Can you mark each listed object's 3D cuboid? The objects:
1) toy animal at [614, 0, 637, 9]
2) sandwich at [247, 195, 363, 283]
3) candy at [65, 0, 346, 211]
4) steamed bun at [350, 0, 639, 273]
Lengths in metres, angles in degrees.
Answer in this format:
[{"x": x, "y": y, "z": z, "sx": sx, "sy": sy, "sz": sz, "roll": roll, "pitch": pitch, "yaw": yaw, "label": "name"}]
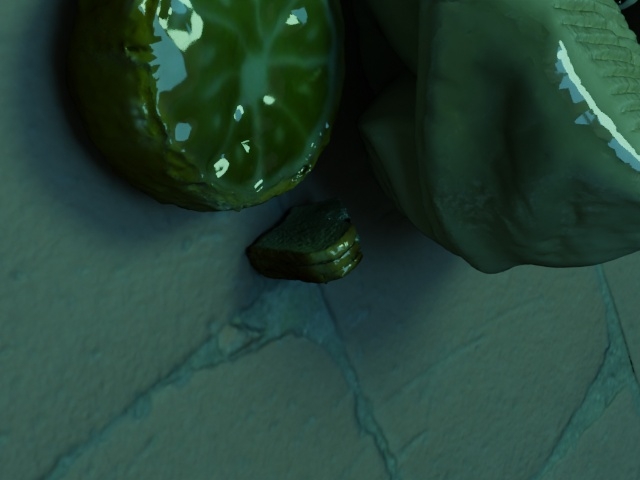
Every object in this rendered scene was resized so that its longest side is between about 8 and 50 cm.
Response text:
[{"x": 0.320, "y": -0.311, "z": 1.545, "sx": 0.179, "sy": 0.138, "sz": 0.166, "roll": -19, "pitch": 131, "yaw": -35, "label": "toy animal"}, {"x": 0.000, "y": 0.000, "z": 1.275, "sx": 0.093, "sy": 0.105, "sz": 0.036, "roll": -42, "pitch": 122, "yaw": -31, "label": "sandwich"}, {"x": -0.085, "y": -0.148, "z": 1.173, "sx": 0.260, "sy": 0.118, "sz": 0.260, "roll": -10, "pitch": 104, "yaw": -49, "label": "candy"}, {"x": 0.156, "y": -0.126, "z": 1.302, "sx": 0.368, "sy": 0.255, "sz": 0.342, "roll": 60, "pitch": 25, "yaw": 9, "label": "steamed bun"}]
